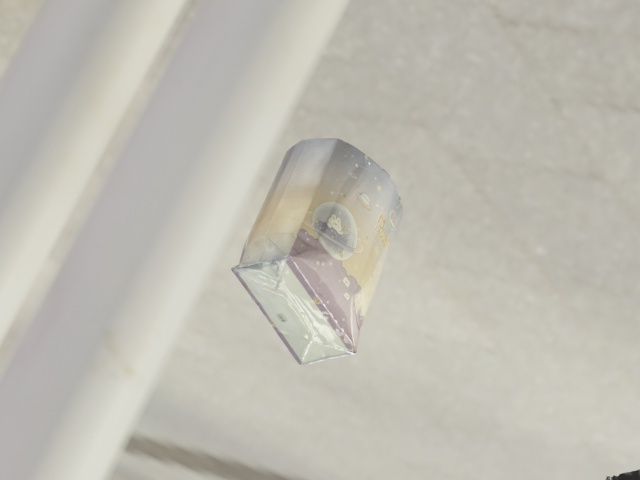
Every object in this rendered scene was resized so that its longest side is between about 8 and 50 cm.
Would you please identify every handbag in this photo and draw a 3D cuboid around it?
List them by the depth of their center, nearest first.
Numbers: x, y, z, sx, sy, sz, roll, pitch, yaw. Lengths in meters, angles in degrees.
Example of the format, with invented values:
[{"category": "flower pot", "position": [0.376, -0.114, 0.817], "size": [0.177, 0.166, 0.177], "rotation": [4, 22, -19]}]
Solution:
[{"category": "handbag", "position": [0.000, 0.000, 1.492], "size": [0.095, 0.173, 0.117], "rotation": [-10, 128, 31]}]

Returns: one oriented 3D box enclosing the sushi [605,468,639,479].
[{"category": "sushi", "position": [0.447, 0.335, 1.750], "size": [0.339, 0.320, 0.069], "rotation": [-13, 175, 2]}]
